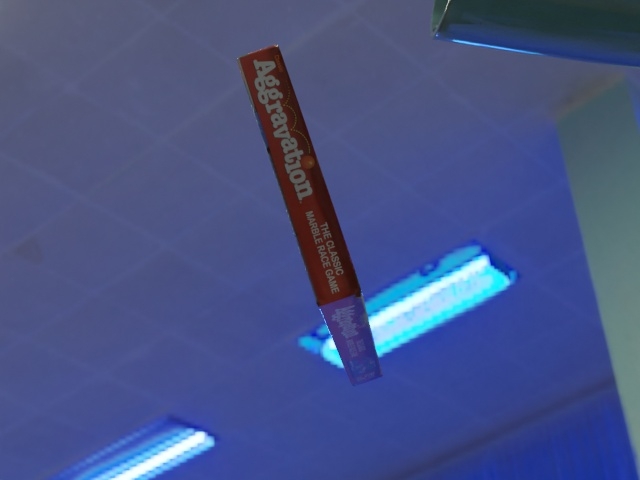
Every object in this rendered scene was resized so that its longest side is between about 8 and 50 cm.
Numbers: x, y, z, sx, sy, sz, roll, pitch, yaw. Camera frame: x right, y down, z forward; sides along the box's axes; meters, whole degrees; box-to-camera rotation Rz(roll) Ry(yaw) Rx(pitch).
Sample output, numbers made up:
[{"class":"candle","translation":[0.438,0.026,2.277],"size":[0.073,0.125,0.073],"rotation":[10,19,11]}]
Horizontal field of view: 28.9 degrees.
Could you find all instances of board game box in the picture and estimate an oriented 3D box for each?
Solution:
[{"class":"board game box","translation":[0.000,0.000,0.775],"size":[0.027,0.145,0.281],"rotation":[-20,-15,0]}]

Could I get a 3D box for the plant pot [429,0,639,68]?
[{"class":"plant pot","translation":[0.209,-0.222,0.657],"size":[0.235,0.293,0.293],"rotation":[14,-41,0]}]
